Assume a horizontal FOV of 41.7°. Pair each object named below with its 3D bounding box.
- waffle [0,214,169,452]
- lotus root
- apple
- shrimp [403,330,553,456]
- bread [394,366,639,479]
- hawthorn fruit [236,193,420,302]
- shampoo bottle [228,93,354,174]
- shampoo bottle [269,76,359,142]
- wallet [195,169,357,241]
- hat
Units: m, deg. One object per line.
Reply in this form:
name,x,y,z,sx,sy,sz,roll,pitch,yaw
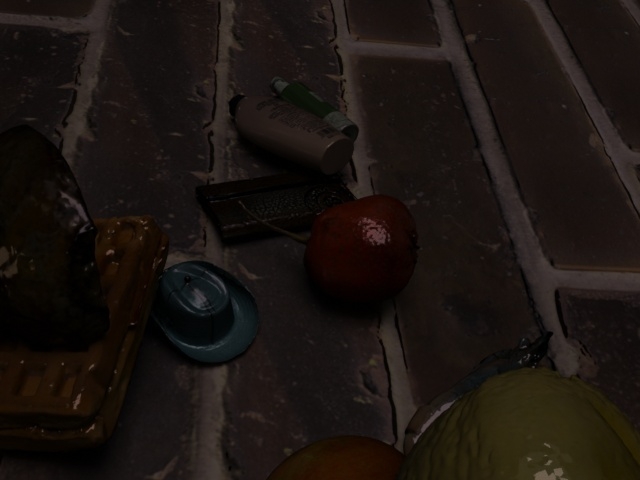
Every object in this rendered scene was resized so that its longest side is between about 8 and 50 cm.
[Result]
waffle,-0.328,0.101,1.037,0.224,0.098,0.327,0,46,9
lotus root,-0.362,-0.013,0.980,0.142,0.210,0.314,-19,28,-26
apple,0.028,0.300,0.865,0.196,0.196,0.196,5,43,-5
shrimp,0.240,0.233,1.064,0.289,0.075,0.178,-28,63,-35
bread,0.208,0.272,0.728,0.321,0.237,0.320,23,50,-29
hawthorn fruit,0.000,0.000,1.215,0.286,0.165,0.165,11,42,10
shampoo bottle,-0.063,-0.192,1.443,0.127,0.078,0.257,-29,48,-36
shampoo bottle,-0.019,-0.237,1.526,0.065,0.065,0.204,-26,53,-33
wallet,-0.065,-0.065,1.346,0.243,0.039,0.133,-9,41,-23
hat,-0.172,0.080,1.141,0.191,0.078,0.138,34,51,24
